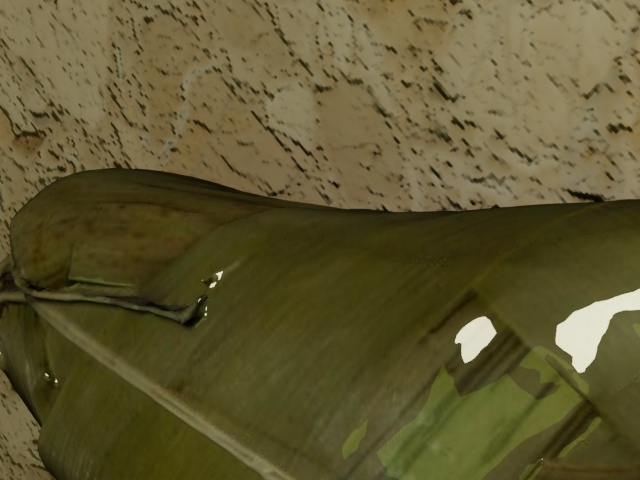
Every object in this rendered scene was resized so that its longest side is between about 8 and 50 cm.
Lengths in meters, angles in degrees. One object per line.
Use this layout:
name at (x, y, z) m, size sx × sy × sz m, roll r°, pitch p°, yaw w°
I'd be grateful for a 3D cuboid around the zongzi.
zongzi at (0.000, 0.000, 0.775) m, size 0.447 × 0.181 × 0.418 m, roll 46°, pitch 117°, yaw 24°
